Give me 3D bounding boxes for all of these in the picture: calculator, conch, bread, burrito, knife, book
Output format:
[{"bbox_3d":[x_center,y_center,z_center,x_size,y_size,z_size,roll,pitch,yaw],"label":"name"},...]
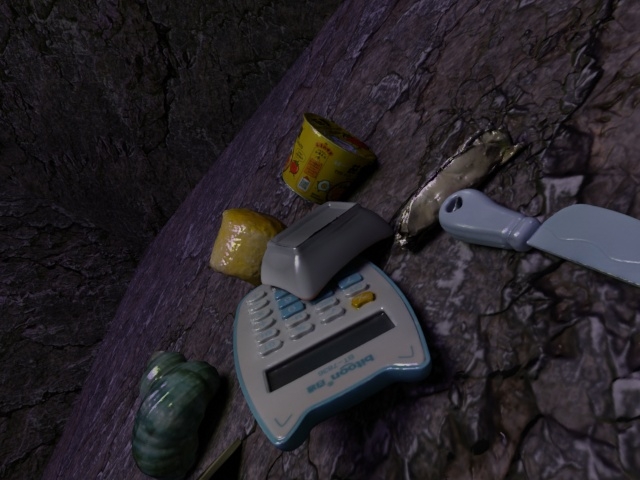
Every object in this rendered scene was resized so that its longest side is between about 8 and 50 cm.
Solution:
[{"bbox_3d":[-0.006,0.123,0.667,0.256,0.054,0.386,-27,28,-5],"label":"calculator"},{"bbox_3d":[-0.307,0.346,0.950,0.220,0.196,0.277,-52,56,32],"label":"conch"},{"bbox_3d":[-0.153,0.016,1.035,0.170,0.197,0.197,-65,25,-1],"label":"bread"},{"bbox_3d":[0.188,-0.074,0.656,0.229,0.063,0.058,-45,55,21],"label":"burrito"},{"bbox_3d":[0.258,-0.008,0.487,0.080,0.044,0.331,-52,30,-7],"label":"knife"},{"bbox_3d":[-0.227,0.436,0.775,0.198,0.016,0.138,-49,-9,17],"label":"book"}]

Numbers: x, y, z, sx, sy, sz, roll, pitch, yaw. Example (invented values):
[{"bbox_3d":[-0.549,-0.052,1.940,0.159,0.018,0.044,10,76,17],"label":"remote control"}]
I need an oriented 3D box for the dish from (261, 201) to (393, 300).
[{"bbox_3d":[0.000,0.000,0.760,0.212,0.077,0.151,-36,26,-28],"label":"dish"}]

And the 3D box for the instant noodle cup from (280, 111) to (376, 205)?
[{"bbox_3d":[0.007,-0.168,0.979,0.144,0.182,0.182,-57,23,23],"label":"instant noodle cup"}]
